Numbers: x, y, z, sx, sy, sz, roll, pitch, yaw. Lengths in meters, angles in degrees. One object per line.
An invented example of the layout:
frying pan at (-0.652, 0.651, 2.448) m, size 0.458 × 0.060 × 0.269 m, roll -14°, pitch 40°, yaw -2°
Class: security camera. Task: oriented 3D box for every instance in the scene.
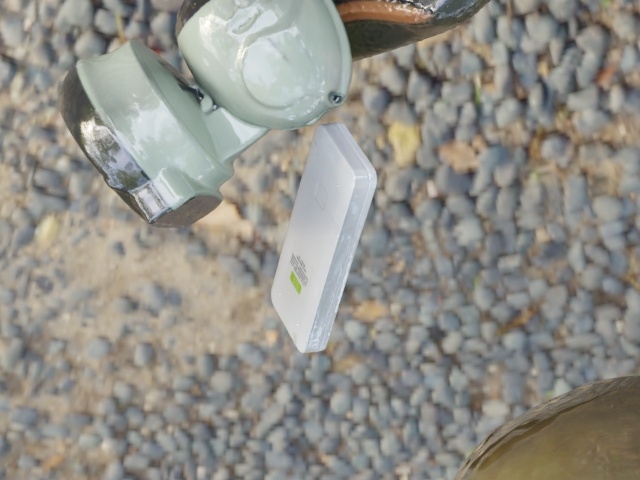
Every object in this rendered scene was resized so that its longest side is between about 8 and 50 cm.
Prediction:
security camera at (-0.102, -0.159, 1.534) m, size 0.277 × 0.197 × 0.191 m, roll -35°, pitch 84°, yaw 7°

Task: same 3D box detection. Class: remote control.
remote control at (0.000, 0.000, 1.625) m, size 0.034 × 0.103 × 0.250 m, roll -6°, pitch 132°, yaw -26°

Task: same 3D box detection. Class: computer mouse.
computer mouse at (0.062, -0.281, 1.633) m, size 0.323 × 0.183 × 0.116 m, roll -11°, pitch 137°, yaw 45°

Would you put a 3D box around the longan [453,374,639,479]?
longan at (0.189, 0.225, 0.889) m, size 0.297 × 0.297 × 0.297 m, roll 0°, pitch 126°, yaw 0°
